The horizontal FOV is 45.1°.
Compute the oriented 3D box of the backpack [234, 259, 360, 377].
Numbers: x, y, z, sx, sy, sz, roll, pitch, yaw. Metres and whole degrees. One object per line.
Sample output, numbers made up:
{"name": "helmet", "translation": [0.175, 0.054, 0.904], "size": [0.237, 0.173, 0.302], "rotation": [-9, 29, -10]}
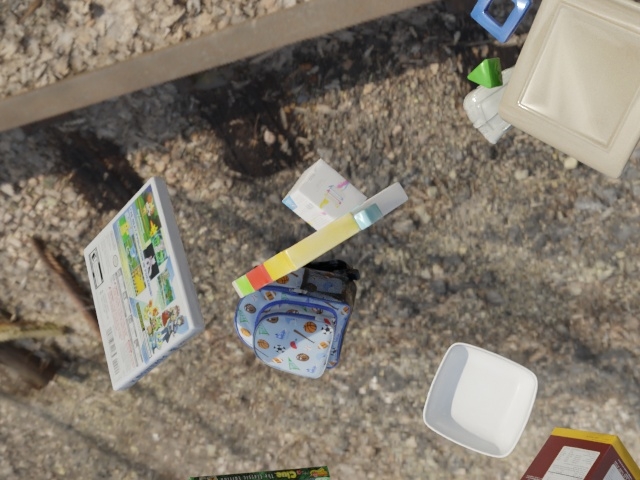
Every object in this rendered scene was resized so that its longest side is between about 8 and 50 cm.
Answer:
{"name": "backpack", "translation": [-0.067, 0.180, 1.798], "size": [0.263, 0.213, 0.276], "rotation": [16, 123, 6]}

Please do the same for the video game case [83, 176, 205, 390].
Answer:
{"name": "video game case", "translation": [-0.360, 0.089, 1.532], "size": [0.036, 0.329, 0.300], "rotation": [6, 146, -44]}

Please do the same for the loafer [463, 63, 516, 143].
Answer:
{"name": "loafer", "translation": [0.412, -0.294, 1.393], "size": [0.319, 0.112, 0.111], "rotation": [-33, 97, 7]}

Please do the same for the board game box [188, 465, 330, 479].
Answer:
{"name": "board game box", "translation": [-0.122, 0.460, 1.379], "size": [0.259, 0.030, 0.136], "rotation": [3, 134, -25]}

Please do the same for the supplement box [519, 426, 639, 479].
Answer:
{"name": "supplement box", "translation": [0.428, 0.446, 1.249], "size": [0.191, 0.194, 0.129], "rotation": [53, 152, -15]}

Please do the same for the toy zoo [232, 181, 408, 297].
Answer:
{"name": "toy zoo", "translation": [0.000, 0.000, 1.065], "size": [0.030, 0.192, 0.293], "rotation": [59, 155, -1]}

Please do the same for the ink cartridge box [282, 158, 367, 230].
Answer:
{"name": "ink cartridge box", "translation": [0.015, -0.076, 1.553], "size": [0.143, 0.090, 0.092], "rotation": [39, 156, -11]}

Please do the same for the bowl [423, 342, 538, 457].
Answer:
{"name": "bowl", "translation": [0.233, 0.228, 1.120], "size": [0.142, 0.053, 0.142], "rotation": [22, 94, 15]}

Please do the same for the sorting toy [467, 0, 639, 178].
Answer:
{"name": "sorting toy", "translation": [0.324, -0.196, 0.923], "size": [0.347, 0.047, 0.196], "rotation": [37, 127, 31]}
